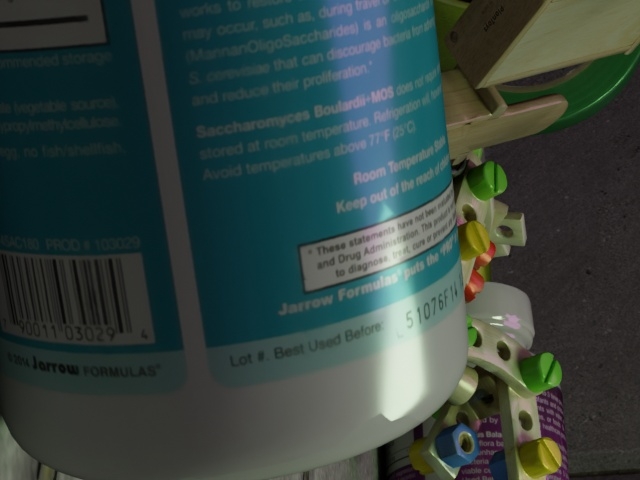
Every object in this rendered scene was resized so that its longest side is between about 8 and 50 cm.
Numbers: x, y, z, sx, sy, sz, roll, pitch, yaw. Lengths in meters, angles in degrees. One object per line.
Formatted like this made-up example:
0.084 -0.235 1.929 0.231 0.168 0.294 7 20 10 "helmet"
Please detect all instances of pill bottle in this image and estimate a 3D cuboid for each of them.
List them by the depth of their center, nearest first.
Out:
-0.040 -0.073 0.465 0.146 0.146 0.264 -65 150 -74 "pill bottle"
0.142 0.198 1.464 0.169 0.169 0.301 67 20 -65 "pill bottle"

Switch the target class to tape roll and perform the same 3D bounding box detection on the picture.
0.251 -0.293 1.986 0.077 0.321 0.321 32 53 -79 "tape roll"

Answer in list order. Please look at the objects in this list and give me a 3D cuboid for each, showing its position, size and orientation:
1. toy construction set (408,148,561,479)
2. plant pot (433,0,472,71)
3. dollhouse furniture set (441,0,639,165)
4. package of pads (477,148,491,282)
0.115 0.034 1.321 0.215 0.151 0.327 40 32 -23 "toy construction set"
0.121 -0.271 1.440 0.293 0.275 0.274 112 -24 -72 "plant pot"
0.102 -0.286 1.194 0.355 0.174 0.303 60 -38 19 "dollhouse furniture set"
0.134 -0.056 1.813 0.296 0.101 0.229 76 14 -51 "package of pads"
